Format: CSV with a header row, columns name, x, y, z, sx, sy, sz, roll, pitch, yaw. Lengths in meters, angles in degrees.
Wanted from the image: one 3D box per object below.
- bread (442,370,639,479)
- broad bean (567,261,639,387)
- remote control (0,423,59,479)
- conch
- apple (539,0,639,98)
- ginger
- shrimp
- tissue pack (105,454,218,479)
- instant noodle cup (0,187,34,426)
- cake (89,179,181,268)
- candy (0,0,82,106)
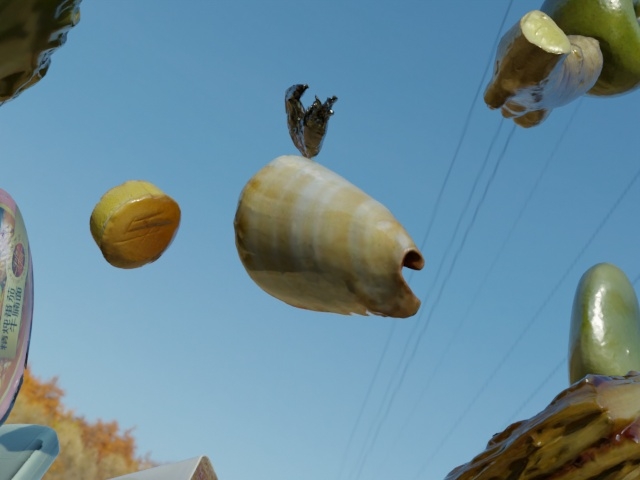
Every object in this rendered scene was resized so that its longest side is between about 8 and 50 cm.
name,x,y,z,sx,sy,sz,roll,pitch,yaw
bread,0.292,0.263,0.863,0.277,0.167,0.325,-44,-32,27
broad bean,0.418,0.162,1.199,0.121,0.263,0.189,-20,-26,35
remote control,-0.396,0.284,0.890,0.140,0.296,0.056,-3,-76,5
conch,-0.011,-0.001,0.804,0.127,0.158,0.255,3,9,-30
apple,0.410,-0.305,1.216,0.157,0.196,0.196,-20,-52,37
ginger,0.211,-0.162,0.778,0.065,0.118,0.299,43,17,14
shrimp,-0.020,-0.153,1.005,0.091,0.034,0.161,61,-18,4
tissue pack,-0.115,0.296,0.541,0.136,0.159,0.246,-16,-77,11
instant noodle cup,-0.423,0.062,0.760,0.255,0.243,0.244,2,-32,0
cake,-0.170,-0.014,0.759,0.044,0.084,0.084,40,-18,35
candy,-0.225,-0.140,0.337,0.118,0.260,0.259,59,-14,31
